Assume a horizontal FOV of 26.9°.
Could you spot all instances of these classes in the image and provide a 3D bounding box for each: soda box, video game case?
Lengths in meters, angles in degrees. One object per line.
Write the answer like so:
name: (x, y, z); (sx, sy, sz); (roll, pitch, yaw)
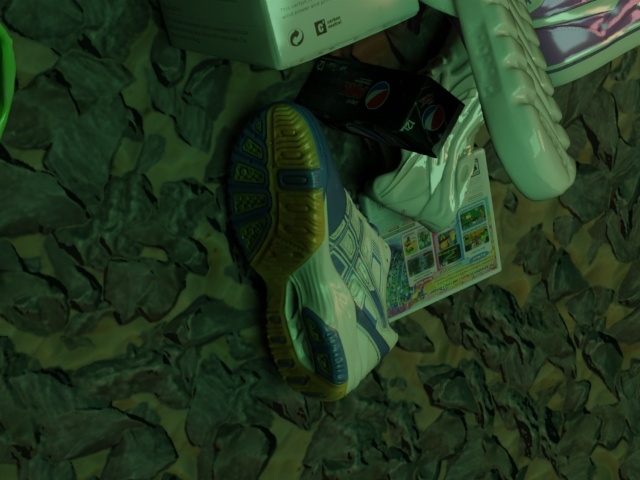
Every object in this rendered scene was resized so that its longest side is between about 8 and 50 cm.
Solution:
soda box: (0.051, -0.124, 1.224); (0.053, 0.169, 0.060); (32, 85, -36)
video game case: (0.116, -0.007, 1.392); (0.157, 0.019, 0.143); (-23, 114, -28)

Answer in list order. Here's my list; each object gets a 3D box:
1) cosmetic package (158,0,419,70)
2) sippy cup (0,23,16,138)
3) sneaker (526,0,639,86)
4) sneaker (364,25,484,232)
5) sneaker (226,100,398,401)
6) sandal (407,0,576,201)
cosmetic package: (-0.068, -0.338, 1.075); (0.155, 0.197, 0.365); (-25, 117, -26)
sippy cup: (-0.377, -0.117, 0.927); (0.306, 0.240, 0.224); (26, 99, -11)
sneaker: (0.311, -0.289, 1.397); (0.282, 0.102, 0.161); (-32, 115, -23)
sneaker: (0.107, -0.131, 1.312); (0.115, 0.090, 0.232); (18, 81, -13)
sneaker: (0.000, 0.000, 1.282); (0.131, 0.112, 0.296); (-31, 121, -43)
sandal: (0.116, -0.211, 1.171); (0.102, 0.416, 0.169); (-24, 143, 19)
